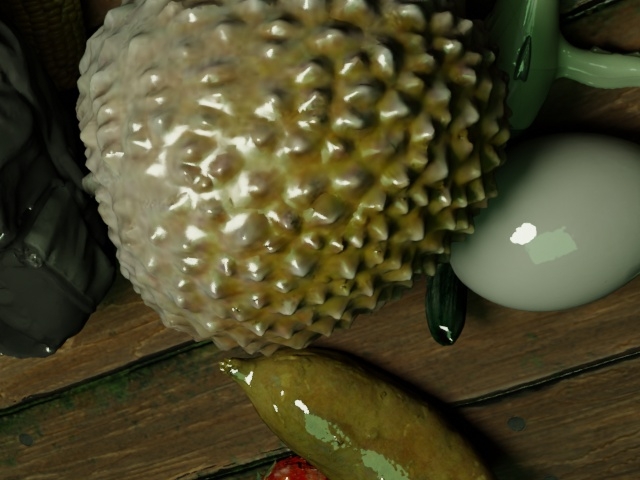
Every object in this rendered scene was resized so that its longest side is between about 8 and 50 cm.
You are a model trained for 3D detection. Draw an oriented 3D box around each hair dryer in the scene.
[{"bbox_3d":[0.246,-0.217,1.121,0.224,0.088,0.219,-10,115,7],"label":"hair dryer"}]

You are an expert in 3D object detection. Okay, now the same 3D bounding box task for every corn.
[{"bbox_3d":[-0.294,-0.286,1.212,0.101,0.101,0.292,4,126,14],"label":"corn"}]

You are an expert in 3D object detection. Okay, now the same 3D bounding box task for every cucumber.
[{"bbox_3d":[0.139,0.077,1.315,0.048,0.105,0.048,4,131,5],"label":"cucumber"}]

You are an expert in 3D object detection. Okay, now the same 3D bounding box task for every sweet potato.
[{"bbox_3d":[0.050,0.226,1.413,0.369,0.158,0.158,39,124,-2],"label":"sweet potato"}]

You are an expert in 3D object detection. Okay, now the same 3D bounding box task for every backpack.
[{"bbox_3d":[-0.381,-0.063,1.248,0.363,0.255,0.446,37,159,42],"label":"backpack"}]

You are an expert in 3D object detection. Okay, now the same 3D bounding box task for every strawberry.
[{"bbox_3d":[-0.014,0.335,1.519,0.148,0.131,0.131,-16,120,-9],"label":"strawberry"}]

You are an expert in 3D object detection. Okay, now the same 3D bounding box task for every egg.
[{"bbox_3d":[0.242,-0.022,1.175,0.231,0.176,0.176,-21,114,21],"label":"egg"}]

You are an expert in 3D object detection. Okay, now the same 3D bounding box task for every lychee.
[{"bbox_3d":[-0.036,-0.089,1.092,0.432,0.380,0.380,-15,116,25],"label":"lychee"}]
